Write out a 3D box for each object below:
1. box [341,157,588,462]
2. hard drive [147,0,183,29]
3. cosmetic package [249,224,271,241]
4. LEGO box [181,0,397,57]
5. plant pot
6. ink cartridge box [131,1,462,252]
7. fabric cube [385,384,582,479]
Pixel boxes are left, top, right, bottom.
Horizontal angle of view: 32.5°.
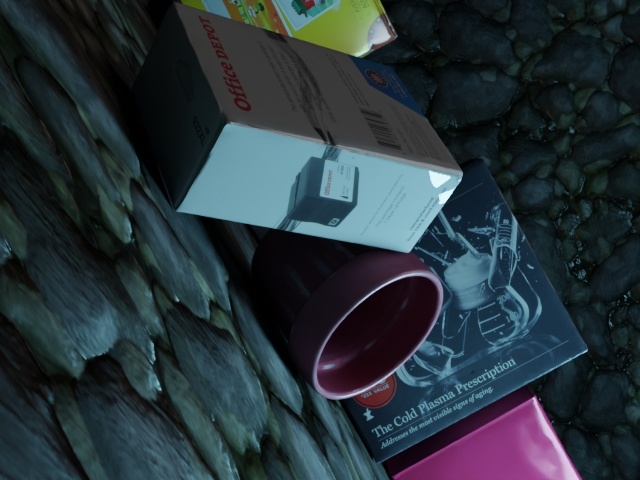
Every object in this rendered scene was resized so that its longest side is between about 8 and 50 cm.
[{"bbox_3d":[0.154,0.095,1.608,0.312,0.343,0.179,60,4,-1],"label":"box"},{"bbox_3d":[-0.215,-0.313,1.916,0.255,0.054,0.172,61,4,-5],"label":"hard drive"},{"bbox_3d":[-0.113,-0.099,1.614,0.239,0.060,0.099,59,6,-26],"label":"cosmetic package"},{"bbox_3d":[-0.138,-0.520,2.076,0.500,0.372,0.193,60,3,-27],"label":"LEGO box"},{"bbox_3d":[0.017,0.061,1.333,0.180,0.201,0.201,45,-6,32],"label":"plant pot"},{"bbox_3d":[-0.030,-0.121,1.224,0.307,0.129,0.223,10,37,-33],"label":"ink cartridge box"},{"bbox_3d":[0.260,0.359,1.763,0.258,0.254,0.259,58,5,-16],"label":"fabric cube"}]
